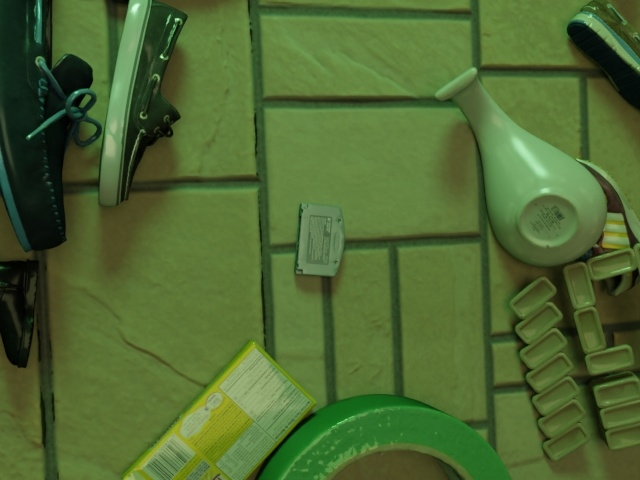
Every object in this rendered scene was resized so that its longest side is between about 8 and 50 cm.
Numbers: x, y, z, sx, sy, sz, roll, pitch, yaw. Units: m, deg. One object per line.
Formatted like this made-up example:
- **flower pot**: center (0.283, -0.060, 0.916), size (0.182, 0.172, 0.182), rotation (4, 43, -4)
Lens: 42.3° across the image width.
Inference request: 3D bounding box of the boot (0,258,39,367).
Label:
- **boot**: center (-0.343, 0.068, 0.844), size (0.099, 0.045, 0.121), rotation (4, 82, -19)

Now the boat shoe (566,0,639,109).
- **boat shoe**: center (0.399, -0.234, 1.048), size (0.183, 0.066, 0.066), rotation (43, 78, -13)

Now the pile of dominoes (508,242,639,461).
- **pile of dominoes**: center (0.349, 0.140, 1.041), size (0.196, 0.040, 0.251), rotation (-15, 97, 6)

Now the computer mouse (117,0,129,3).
- **computer mouse**: center (-0.180, -0.407, 0.873), size (0.189, 0.072, 0.272), rotation (-22, 97, -14)

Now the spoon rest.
- **spoon rest**: center (0.236, -0.087, 0.991), size (0.137, 0.084, 0.276), rotation (-32, 105, 19)

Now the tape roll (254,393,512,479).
- **tape roll**: center (0.073, 0.343, 0.953), size (0.321, 0.077, 0.321), rotation (0, 90, -16)

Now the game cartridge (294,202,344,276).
- **game cartridge**: center (0.000, 0.000, 0.960), size (0.056, 0.017, 0.083), rotation (6, 89, -13)

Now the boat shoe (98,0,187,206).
- **boat shoe**: center (-0.185, -0.144, 0.876), size (0.076, 0.080, 0.228), rotation (10, 80, -15)

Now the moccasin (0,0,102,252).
- **moccasin**: center (-0.279, -0.163, 0.814), size (0.117, 0.138, 0.341), rotation (-10, 94, -21)

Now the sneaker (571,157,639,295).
- **sneaker**: center (0.346, -0.016, 1.034), size (0.084, 0.069, 0.185), rotation (-42, 99, -13)

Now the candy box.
- **candy box**: center (-0.111, 0.220, 0.923), size (0.206, 0.027, 0.105), rotation (-46, 105, -11)
